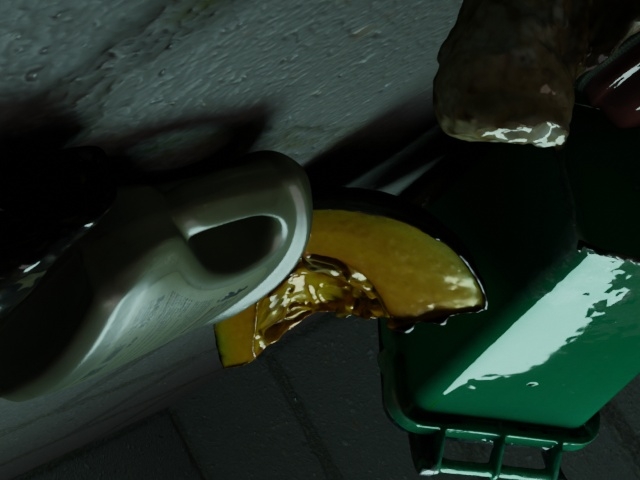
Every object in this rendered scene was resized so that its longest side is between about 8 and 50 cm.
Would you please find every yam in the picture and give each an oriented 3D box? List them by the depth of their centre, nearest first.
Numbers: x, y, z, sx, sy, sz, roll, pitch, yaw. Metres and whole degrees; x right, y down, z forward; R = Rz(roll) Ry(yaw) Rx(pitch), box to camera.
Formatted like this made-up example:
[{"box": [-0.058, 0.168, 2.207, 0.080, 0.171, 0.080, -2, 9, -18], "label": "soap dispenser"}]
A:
[{"box": [0.169, -0.032, 1.365, 0.131, 0.131, 0.280, -26, 170, -28], "label": "yam"}]

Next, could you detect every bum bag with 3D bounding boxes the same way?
[{"box": [-0.197, 0.034, 0.514, 0.248, 0.069, 0.102, -33, -151, 19], "label": "bum bag"}]

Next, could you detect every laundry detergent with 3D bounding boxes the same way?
[{"box": [-0.092, 0.009, 0.685, 0.181, 0.091, 0.253, -41, 168, 36], "label": "laundry detergent"}]

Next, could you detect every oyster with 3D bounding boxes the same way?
[{"box": [0.142, -0.146, 0.570, 0.166, 0.094, 0.294, -37, -171, 24], "label": "oyster"}]

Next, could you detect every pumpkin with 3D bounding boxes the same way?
[{"box": [0.000, 0.000, 1.002, 0.312, 0.169, 0.148, -19, -147, 31], "label": "pumpkin"}]

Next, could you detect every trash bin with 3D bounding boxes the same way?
[{"box": [0.224, 0.050, 1.071, 0.259, 0.295, 0.381, 9, 147, -16], "label": "trash bin"}]

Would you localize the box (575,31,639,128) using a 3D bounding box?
[{"box": [0.371, -0.209, 0.914, 0.263, 0.108, 0.404, -37, 170, 38], "label": "box"}]
